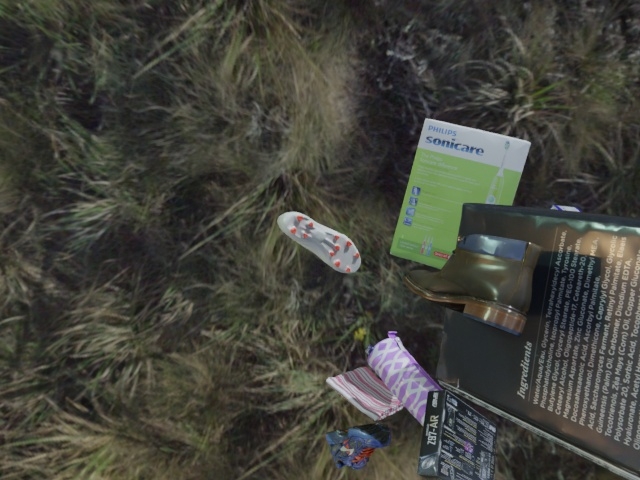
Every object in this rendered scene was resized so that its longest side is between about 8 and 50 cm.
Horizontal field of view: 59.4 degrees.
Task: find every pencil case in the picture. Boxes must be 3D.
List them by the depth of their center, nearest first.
[{"bbox_3d":[0.178,0.267,1.062,0.086,0.206,0.088,12,116,-48],"label":"pencil case"}]

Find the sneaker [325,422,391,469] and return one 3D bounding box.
[{"bbox_3d":[0.087,0.442,1.201,0.083,0.221,0.087,-1,68,-25],"label":"sneaker"}]

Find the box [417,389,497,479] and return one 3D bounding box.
[{"bbox_3d":[0.114,0.169,0.456,0.018,0.067,0.083,-18,135,42],"label":"box"}]

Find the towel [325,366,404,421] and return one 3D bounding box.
[{"bbox_3d":[0.110,0.341,1.275,0.144,0.197,0.029,31,101,27],"label":"towel"}]

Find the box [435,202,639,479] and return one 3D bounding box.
[{"bbox_3d":[0.507,0.127,0.768,0.479,0.471,0.298,4,94,-34],"label":"box"}]

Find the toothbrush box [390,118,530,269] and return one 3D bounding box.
[{"bbox_3d":[0.281,-0.085,1.150,0.206,0.122,0.284,15,102,12],"label":"toothbrush box"}]

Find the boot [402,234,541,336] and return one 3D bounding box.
[{"bbox_3d":[0.192,0.042,0.720,0.082,0.219,0.106,22,90,-27],"label":"boot"}]

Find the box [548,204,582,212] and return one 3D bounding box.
[{"bbox_3d":[0.550,-0.012,1.299,0.072,0.137,0.126,53,125,31],"label":"box"}]

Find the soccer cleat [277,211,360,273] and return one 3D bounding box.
[{"bbox_3d":[0.000,0.000,1.118,0.196,0.076,0.068,34,84,-26],"label":"soccer cleat"}]
